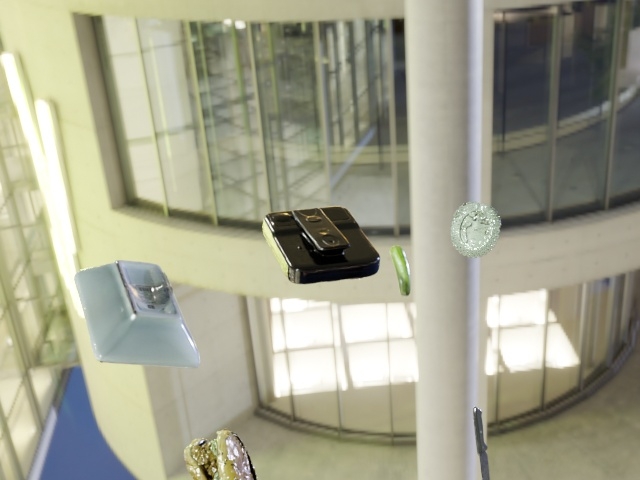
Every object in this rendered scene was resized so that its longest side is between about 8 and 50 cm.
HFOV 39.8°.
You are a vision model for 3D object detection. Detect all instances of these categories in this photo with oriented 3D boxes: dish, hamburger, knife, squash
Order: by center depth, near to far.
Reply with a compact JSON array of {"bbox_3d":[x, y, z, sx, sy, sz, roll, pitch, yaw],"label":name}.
[{"bbox_3d":[0.244,0.333,1.321,0.023,0.170,0.010,1,171,-44],"label":"knife"},{"bbox_3d":[0.135,0.050,1.472,0.027,0.089,0.027,-13,169,-2],"label":"squash"},{"bbox_3d":[-0.307,0.108,1.509,0.182,0.080,0.243,9,-150,-31],"label":"dish"},{"bbox_3d":[-0.203,0.481,1.877,0.113,0.177,0.185,-23,-135,17],"label":"hamburger"}]

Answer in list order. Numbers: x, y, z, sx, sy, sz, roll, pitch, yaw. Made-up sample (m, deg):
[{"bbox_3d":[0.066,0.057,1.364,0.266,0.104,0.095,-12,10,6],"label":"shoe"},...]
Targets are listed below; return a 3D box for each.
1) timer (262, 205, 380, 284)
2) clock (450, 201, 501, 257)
[{"bbox_3d":[0.000,0.000,1.347,0.144,0.055,0.187,-5,-151,-17],"label":"timer"},{"bbox_3d":[0.228,-0.015,1.308,0.074,0.083,0.010,12,-178,22],"label":"clock"}]
